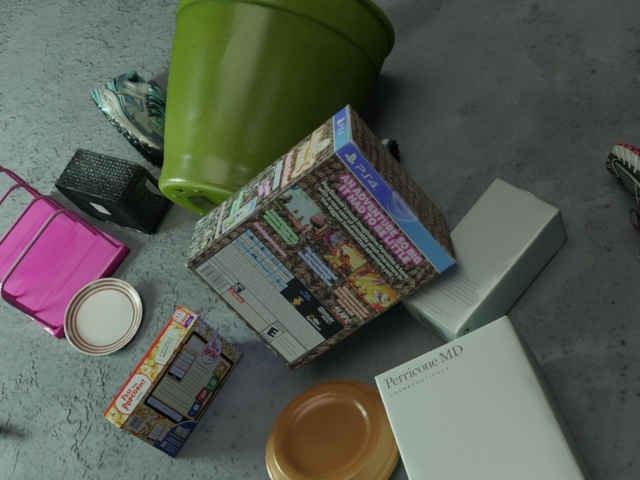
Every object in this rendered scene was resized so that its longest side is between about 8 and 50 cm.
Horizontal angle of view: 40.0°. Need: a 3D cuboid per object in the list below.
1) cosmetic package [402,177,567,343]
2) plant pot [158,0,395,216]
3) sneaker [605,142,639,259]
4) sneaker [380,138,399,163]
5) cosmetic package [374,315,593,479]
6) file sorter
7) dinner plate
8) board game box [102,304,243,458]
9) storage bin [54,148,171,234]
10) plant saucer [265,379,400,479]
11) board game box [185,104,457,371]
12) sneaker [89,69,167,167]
[{"bbox_3d":[0.232,0.036,1.248,0.231,0.085,0.117,-47,52,-9],"label":"cosmetic package"},{"bbox_3d":[-0.099,-0.209,1.424,0.367,0.366,0.353,8,76,30],"label":"plant pot"},{"bbox_3d":[0.458,-0.021,1.157,0.112,0.121,0.299,-54,37,28],"label":"sneaker"},{"bbox_3d":[0.059,-0.067,1.395,0.086,0.085,0.237,16,68,28],"label":"sneaker"},{"bbox_3d":[0.223,0.302,1.043,0.197,0.155,0.365,-28,53,11],"label":"cosmetic package"},{"bbox_3d":[-0.541,0.001,1.588,0.291,0.182,0.202,27,75,36],"label":"file sorter"},{"bbox_3d":[-0.372,0.132,1.515,0.141,0.017,0.141,-5,65,10],"label":"dinner plate"},{"bbox_3d":[-0.215,0.214,1.318,0.045,0.147,0.193,24,73,35],"label":"board game box"},{"bbox_3d":[-0.376,-0.089,1.599,0.180,0.122,0.084,14,68,32],"label":"storage bin"},{"bbox_3d":[0.013,0.276,1.217,0.200,0.037,0.200,-14,47,15],"label":"plant saucer"},{"bbox_3d":[0.000,0.000,1.236,0.291,0.232,0.141,-35,23,17],"label":"board game box"},{"bbox_3d":[-0.341,-0.249,1.693,0.122,0.110,0.283,-41,52,-6],"label":"sneaker"}]
